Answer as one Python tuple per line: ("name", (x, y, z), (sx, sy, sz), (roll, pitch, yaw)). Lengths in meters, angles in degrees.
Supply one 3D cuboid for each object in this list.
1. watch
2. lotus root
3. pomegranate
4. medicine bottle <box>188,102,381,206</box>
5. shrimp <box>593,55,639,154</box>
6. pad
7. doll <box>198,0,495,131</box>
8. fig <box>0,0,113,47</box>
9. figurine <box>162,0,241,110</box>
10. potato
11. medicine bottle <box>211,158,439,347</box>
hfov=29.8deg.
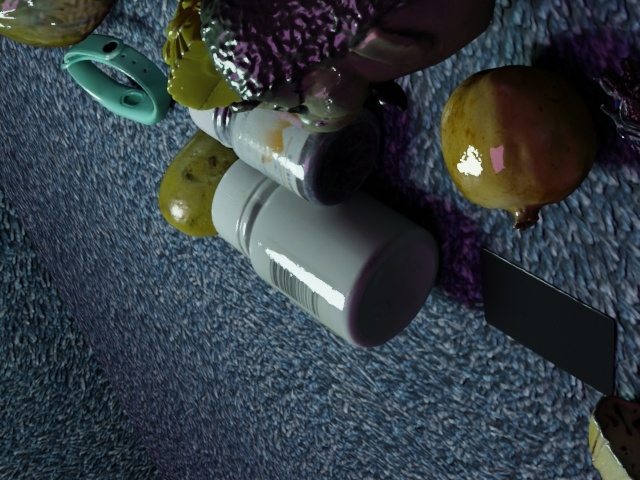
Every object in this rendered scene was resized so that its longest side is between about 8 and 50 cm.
("watch", (-0.382, -0.304, 2.253), (0.237, 0.068, 0.195), (22, 157, 34))
("lotus root", (0.431, 0.292, 1.657), (0.135, 0.095, 0.159), (99, 154, -67))
("pomegranate", (0.233, -0.108, 1.414), (0.196, 0.196, 0.196), (39, 150, 28))
("medicine bottle", (-0.056, -0.177, 1.809), (0.273, 0.165, 0.165), (32, 146, 31))
("shrimp", (0.353, -0.119, 1.312), (0.174, 0.082, 0.076), (52, 150, -13))
("pad", (0.323, 0.116, 1.728), (0.243, 0.004, 0.164), (33, 147, 38))
("doll", (0.041, -0.260, 1.368), (0.247, 0.349, 0.247), (-21, -90, -86))
("fig", (-0.551, -0.448, 2.103), (0.286, 0.368, 0.286), (32, 139, 33))
("figurine", (-0.162, -0.365, 1.669), (0.187, 0.168, 0.315), (109, 148, -59))
("potato", (-0.220, -0.081, 2.228), (0.203, 0.158, 0.178), (55, 155, -12))
("medicine bottle", (0.000, 0.000, 1.891), (0.339, 0.208, 0.208), (34, 148, 35))
